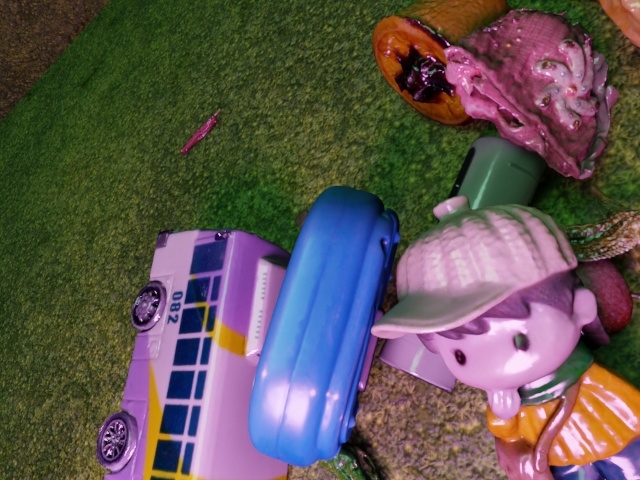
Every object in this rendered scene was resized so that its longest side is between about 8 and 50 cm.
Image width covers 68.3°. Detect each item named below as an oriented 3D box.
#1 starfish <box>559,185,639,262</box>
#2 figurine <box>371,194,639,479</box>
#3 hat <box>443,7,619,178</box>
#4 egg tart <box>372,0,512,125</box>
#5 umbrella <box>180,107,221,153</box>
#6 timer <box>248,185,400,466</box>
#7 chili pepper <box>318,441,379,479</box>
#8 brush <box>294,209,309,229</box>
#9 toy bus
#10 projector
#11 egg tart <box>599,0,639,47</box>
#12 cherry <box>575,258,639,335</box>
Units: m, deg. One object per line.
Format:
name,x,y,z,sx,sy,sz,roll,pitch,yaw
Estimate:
starfish,0.348,-0.015,0.533,0.224,0.050,0.216,-1,24,4
figurine,0.212,0.110,0.483,0.185,0.332,0.204,-35,14,41
hat,0.306,-0.232,0.635,0.286,0.237,0.107,-50,6,-34
egg tart,0.196,-0.300,0.746,0.170,0.215,0.215,-49,47,-7
umbrella,-0.316,-0.286,1.247,0.165,0.025,0.027,-41,68,18
timer,0.018,0.110,0.600,0.115,0.340,0.308,15,75,10
chili pepper,0.054,0.346,0.627,0.073,0.050,0.182,-33,54,12
brush,0.000,0.000,0.857,0.034,0.028,0.190,-46,47,7
toy bus,-0.166,0.197,0.761,0.250,0.209,0.439,-10,63,32
projector,0.194,0.029,0.639,0.108,0.108,0.337,19,80,42
egg tart,0.509,-0.366,0.495,0.388,0.169,0.387,-3,83,21
cherry,0.340,0.051,0.535,0.226,0.090,0.106,-15,54,17
